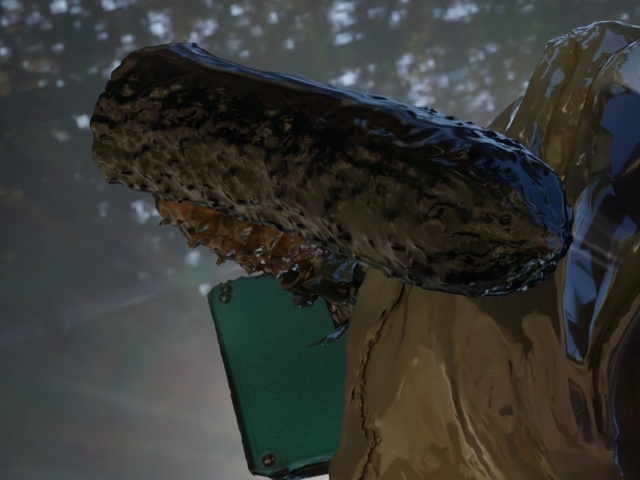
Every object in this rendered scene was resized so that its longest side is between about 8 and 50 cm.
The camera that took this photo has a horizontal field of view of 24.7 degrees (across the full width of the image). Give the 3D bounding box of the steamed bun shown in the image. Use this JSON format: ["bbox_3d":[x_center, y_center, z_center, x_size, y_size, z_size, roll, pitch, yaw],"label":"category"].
[{"bbox_3d":[0.190,0.053,0.672,0.346,0.394,0.237,62,1,8],"label":"steamed bun"}]

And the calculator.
[{"bbox_3d":[0.031,0.123,1.526,0.058,0.274,0.248,84,-12,-57],"label":"calculator"}]

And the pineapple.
[{"bbox_3d":[0.000,0.000,1.239,0.310,0.170,0.141,34,-20,-29],"label":"pineapple"}]

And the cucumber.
[{"bbox_3d":[0.005,-0.027,0.526,0.245,0.067,0.067,19,-55,47],"label":"cucumber"}]
